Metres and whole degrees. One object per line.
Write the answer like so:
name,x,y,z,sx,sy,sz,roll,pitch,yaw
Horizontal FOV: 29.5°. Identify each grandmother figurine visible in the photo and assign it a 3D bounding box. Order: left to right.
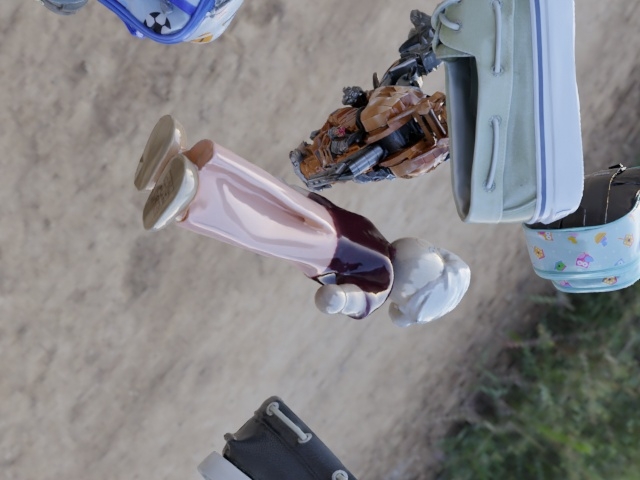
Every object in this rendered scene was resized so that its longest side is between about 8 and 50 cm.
grandmother figurine,0.000,0.000,1.141,0.342,0.207,0.104,21,126,-30

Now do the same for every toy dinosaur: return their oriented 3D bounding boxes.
toy dinosaur,0.103,-0.119,1.264,0.218,0.322,0.164,-40,126,-34

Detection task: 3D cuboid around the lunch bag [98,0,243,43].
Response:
lunch bag,-0.185,-0.347,1.252,0.243,0.303,0.115,-56,170,17

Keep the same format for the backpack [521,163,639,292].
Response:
backpack,0.355,-0.010,1.608,0.188,0.166,0.144,-38,122,-60

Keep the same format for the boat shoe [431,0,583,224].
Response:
boat shoe,0.134,-0.157,0.929,0.094,0.302,0.109,-11,-175,-14

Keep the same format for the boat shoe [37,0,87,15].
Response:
boat shoe,-0.288,-0.357,1.143,0.109,0.305,0.091,-22,177,-22

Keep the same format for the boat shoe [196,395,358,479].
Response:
boat shoe,0.040,0.213,0.865,0.091,0.302,0.114,-49,150,-15
